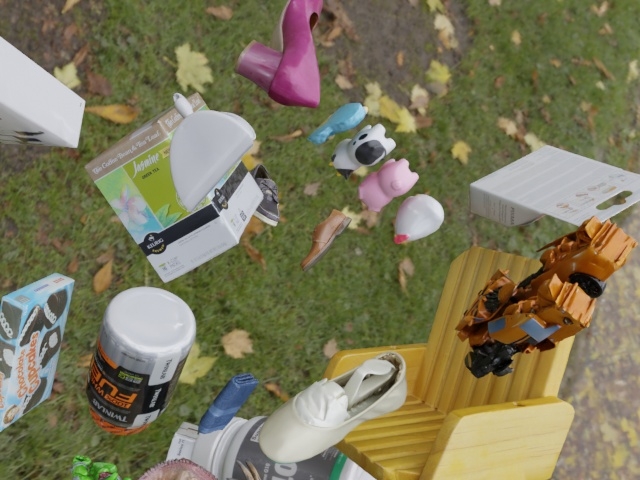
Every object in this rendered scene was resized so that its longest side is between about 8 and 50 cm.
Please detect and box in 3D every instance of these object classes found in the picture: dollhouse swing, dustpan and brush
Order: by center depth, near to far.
[{"bbox_3d":[-0.179,-0.154,1.099,0.211,0.147,0.060,52,17,26],"label":"dustpan and brush"},{"bbox_3d":[0.187,0.173,1.175,0.315,0.346,0.305,0,98,-27],"label":"dollhouse swing"}]

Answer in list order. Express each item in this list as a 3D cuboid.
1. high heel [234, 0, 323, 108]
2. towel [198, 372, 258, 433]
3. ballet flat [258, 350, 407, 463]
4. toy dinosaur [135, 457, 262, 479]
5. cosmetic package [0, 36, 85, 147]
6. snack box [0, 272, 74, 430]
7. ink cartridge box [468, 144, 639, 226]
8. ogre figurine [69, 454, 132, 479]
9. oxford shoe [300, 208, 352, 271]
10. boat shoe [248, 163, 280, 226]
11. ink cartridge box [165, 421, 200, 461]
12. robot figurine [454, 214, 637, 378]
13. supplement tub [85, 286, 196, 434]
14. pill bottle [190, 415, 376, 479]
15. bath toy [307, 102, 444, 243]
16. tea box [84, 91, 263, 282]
[{"bbox_3d":[-0.028,-0.402,1.595,0.181,0.127,0.377,29,49,1],"label":"high heel"},{"bbox_3d":[-0.158,0.273,1.266,0.029,0.119,0.067,45,20,25],"label":"towel"},{"bbox_3d":[0.025,0.200,0.956,0.248,0.086,0.086,-16,80,-45],"label":"ballet flat"},{"bbox_3d":[-0.198,0.424,1.243,0.295,0.200,0.127,38,13,-23],"label":"toy dinosaur"},{"bbox_3d":[-0.326,-0.150,0.708,0.098,0.239,0.061,2,80,12],"label":"cosmetic package"},{"bbox_3d":[-0.660,0.248,1.701,0.060,0.322,0.187,22,20,10],"label":"snack box"},{"bbox_3d":[0.377,-0.068,1.170,0.189,0.232,0.066,-26,127,-26],"label":"ink cartridge box"},{"bbox_3d":[-0.445,0.520,1.574,0.097,0.118,0.197,-42,88,5],"label":"ogre figurine"},{"bbox_3d":[0.000,0.000,2.192,0.076,0.076,0.212,36,73,6],"label":"oxford shoe"},{"bbox_3d":[-0.170,-0.140,2.193,0.102,0.092,0.285,28,18,-27],"label":"boat shoe"},{"bbox_3d":[-0.314,0.519,1.758,0.086,0.208,0.153,17,83,-3],"label":"ink cartridge box"},{"bbox_3d":[0.280,0.078,0.999,0.085,0.291,0.211,41,64,-1],"label":"robot figurine"},{"bbox_3d":[-0.423,0.286,1.737,0.207,0.338,0.207,16,37,-13],"label":"supplement tub"},{"bbox_3d":[-0.071,0.476,1.541,0.204,0.360,0.204,-19,112,-61],"label":"pill bottle"},{"bbox_3d":[0.126,-0.131,1.663,0.129,0.151,0.348,-45,104,-17],"label":"bath toy"},{"bbox_3d":[-0.331,-0.137,1.790,0.324,0.219,0.329,57,17,-16],"label":"tea box"}]
